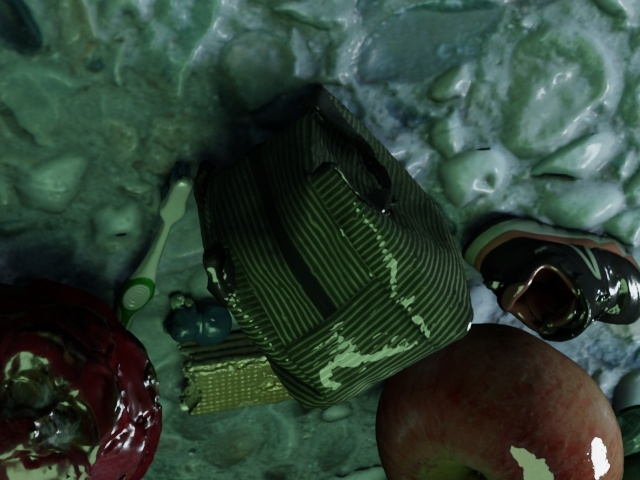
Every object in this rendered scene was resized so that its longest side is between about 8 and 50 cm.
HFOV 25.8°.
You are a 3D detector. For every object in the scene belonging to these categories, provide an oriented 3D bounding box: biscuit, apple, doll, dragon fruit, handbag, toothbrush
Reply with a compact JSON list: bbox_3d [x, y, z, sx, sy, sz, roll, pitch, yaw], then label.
[{"bbox_3d":[-0.070,0.169,1.834,0.239,0.062,0.108,-7,134,-9],"label":"biscuit"},{"bbox_3d":[0.243,0.259,1.845,0.345,0.269,0.345,17,127,23],"label":"apple"},{"bbox_3d":[-0.154,0.108,1.763,0.083,0.050,0.076,3,136,-21],"label":"doll"},{"bbox_3d":[-0.337,0.199,1.617,0.329,0.329,0.329,-8,134,-8],"label":"dragon fruit"},{"bbox_3d":[0.000,0.000,1.528,0.247,0.341,0.240,-30,116,10],"label":"handbag"},{"bbox_3d":[-0.228,0.071,1.710,0.042,0.040,0.418,10,129,-20],"label":"toothbrush"}]

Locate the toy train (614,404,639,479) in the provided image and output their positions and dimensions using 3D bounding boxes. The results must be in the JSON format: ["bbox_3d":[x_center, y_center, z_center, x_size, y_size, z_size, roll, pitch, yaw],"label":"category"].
[{"bbox_3d":[0.416,0.411,1.962,0.272,0.442,0.179,-36,103,12],"label":"toy train"}]

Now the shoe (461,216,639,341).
[{"bbox_3d":[0.320,0.062,1.792,0.291,0.137,0.114,15,127,-29],"label":"shoe"}]
